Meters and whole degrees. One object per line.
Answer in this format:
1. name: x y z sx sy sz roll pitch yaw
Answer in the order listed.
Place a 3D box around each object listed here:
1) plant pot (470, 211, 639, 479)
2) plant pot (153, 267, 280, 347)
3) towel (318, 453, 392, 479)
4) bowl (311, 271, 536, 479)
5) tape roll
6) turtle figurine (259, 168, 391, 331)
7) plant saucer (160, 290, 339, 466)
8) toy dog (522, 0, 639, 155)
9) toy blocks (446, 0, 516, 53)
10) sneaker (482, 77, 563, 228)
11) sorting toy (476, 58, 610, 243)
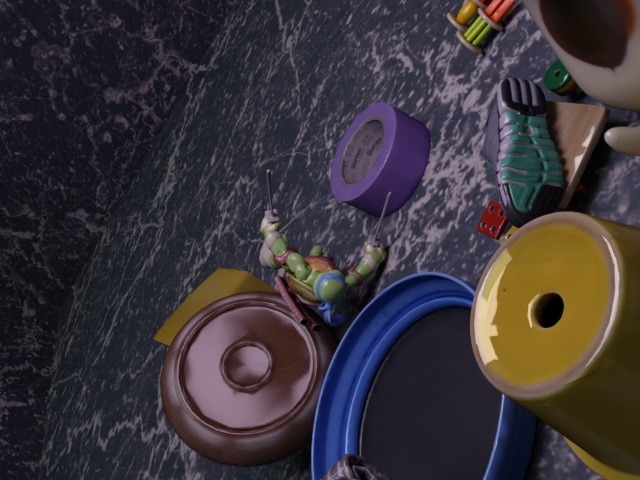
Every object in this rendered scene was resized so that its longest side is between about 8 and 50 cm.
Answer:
1. plant pot: 0.274 0.092 0.666 0.254 0.239 0.254 -40 39 42
2. plant pot: -0.161 0.169 1.440 0.212 0.212 0.187 2 61 61
3. towel: 0.053 0.409 0.820 0.235 0.283 0.121 -48 -9 22
4. bowl: 0.127 0.236 0.996 0.391 0.077 0.391 -40 38 42
5. tape roll: 0.103 -0.143 1.320 0.189 0.080 0.189 -40 37 40
6. turtle figurine: 0.000 0.000 1.269 0.266 0.198 0.274 -175 71 -72
7. plant saucer: -0.118 0.214 1.237 0.050 0.311 0.310 81 -167 -60
8. toy dog: 0.271 -0.323 0.797 0.284 0.408 0.395 15 83 63
9. toy blocks: 0.282 -0.395 1.217 0.148 0.054 0.123 -49 32 30
10. sneaker: 0.250 -0.096 0.950 0.098 0.083 0.223 113 167 -58
11. sorting toy: 0.303 -0.100 0.965 0.274 0.046 0.132 -65 27 2
